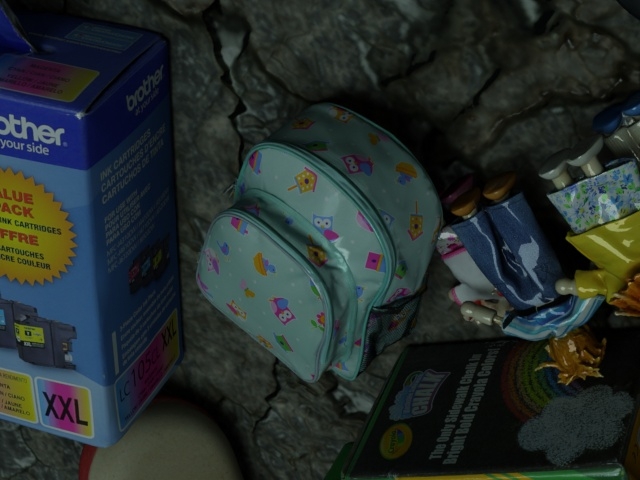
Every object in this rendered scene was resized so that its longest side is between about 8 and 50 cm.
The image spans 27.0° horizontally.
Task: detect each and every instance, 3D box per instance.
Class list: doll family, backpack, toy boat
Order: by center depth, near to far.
[{"bbox_3d":[0.181,0.019,0.972,0.263,0.118,0.163,-25,107,36],"label":"doll family"},{"bbox_3d":[0.000,0.000,1.008,0.166,0.144,0.188,40,134,21],"label":"backpack"},{"bbox_3d":[-0.159,0.250,1.282,0.151,0.151,0.231,20,134,48],"label":"toy boat"}]

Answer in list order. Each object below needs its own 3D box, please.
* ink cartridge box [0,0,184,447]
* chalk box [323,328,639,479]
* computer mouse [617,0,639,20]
[{"bbox_3d":[-0.270,-0.046,1.109,0.270,0.151,0.396,12,124,16],"label":"ink cartridge box"},{"bbox_3d":[0.139,0.199,1.076,0.289,0.180,0.179,-8,118,29],"label":"chalk box"},{"bbox_3d":[0.186,-0.227,0.836,0.272,0.072,0.188,45,127,-10],"label":"computer mouse"}]
